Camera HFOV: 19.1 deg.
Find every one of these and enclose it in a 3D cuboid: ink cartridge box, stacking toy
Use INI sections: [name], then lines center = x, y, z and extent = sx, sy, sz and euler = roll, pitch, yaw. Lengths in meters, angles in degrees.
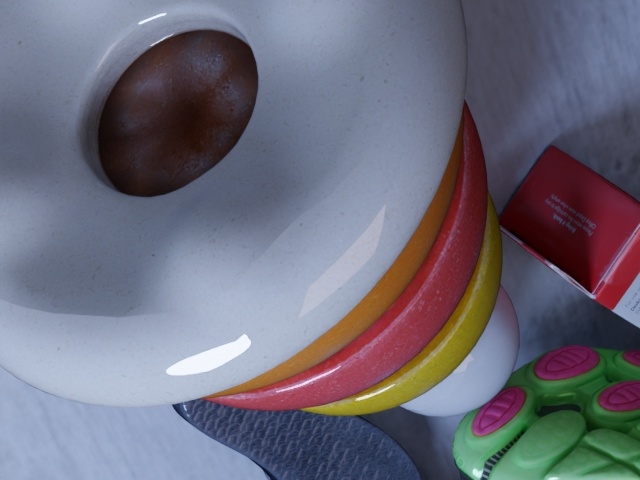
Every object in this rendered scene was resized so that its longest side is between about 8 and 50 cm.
[ink cartridge box]
center = 0.229, 0.011, 1.424
extent = 0.231, 0.134, 0.078
euler = 30, 97, -37
[stacking toy]
center = 0.000, 0.000, 1.243
extent = 0.350, 0.350, 0.480
euler = -49, 146, -1

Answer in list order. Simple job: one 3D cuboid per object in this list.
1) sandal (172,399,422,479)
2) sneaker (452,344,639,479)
[sandal]
center = -0.012, 0.152, 1.414
extent = 0.097, 0.054, 0.254
euler = -48, 117, -10
[sneaker]
center = 0.296, 0.202, 1.505
extent = 0.482, 0.185, 0.202
euler = 7, 113, -39
